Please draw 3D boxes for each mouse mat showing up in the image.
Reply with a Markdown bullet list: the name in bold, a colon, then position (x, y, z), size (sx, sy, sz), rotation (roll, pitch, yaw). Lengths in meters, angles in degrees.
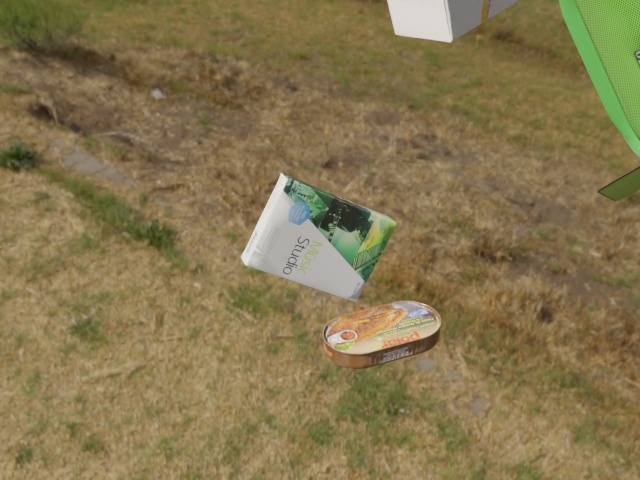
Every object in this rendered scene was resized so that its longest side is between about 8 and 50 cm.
- **mouse mat**: position (0.657, -0.129, 1.546), size (0.189, 0.152, 0.007), rotation (8, 54, -56)

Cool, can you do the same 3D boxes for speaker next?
- **speaker**: position (0.320, -0.200, 0.721), size (0.131, 0.296, 0.131), rotation (-29, 25, 15)

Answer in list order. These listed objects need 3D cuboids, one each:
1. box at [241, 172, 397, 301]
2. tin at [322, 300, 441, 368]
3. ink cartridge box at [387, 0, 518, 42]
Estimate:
- **box**: position (0.000, 0.000, 1.813), size (0.322, 0.232, 0.058), rotation (20, 14, -28)
- **tin**: position (0.096, 0.145, 1.160), size (0.189, 0.040, 0.106), rotation (-12, 26, -16)
- **ink cartridge box**: position (0.267, -0.529, 1.518), size (0.232, 0.168, 0.171), rotation (-35, 35, -25)
